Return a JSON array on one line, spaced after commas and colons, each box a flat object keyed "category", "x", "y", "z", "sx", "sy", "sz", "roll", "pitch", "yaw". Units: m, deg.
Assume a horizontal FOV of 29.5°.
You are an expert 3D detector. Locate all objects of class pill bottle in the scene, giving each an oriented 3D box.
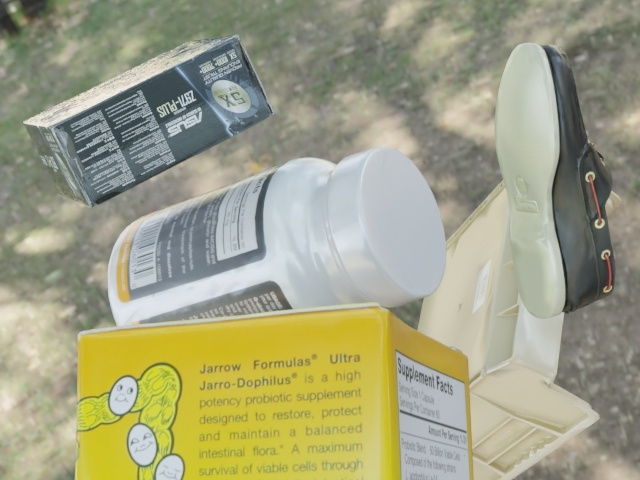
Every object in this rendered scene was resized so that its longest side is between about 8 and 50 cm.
[{"category": "pill bottle", "x": -0.040, "y": 0.020, "z": 1.074, "sx": 0.278, "sy": 0.162, "sz": 0.162, "roll": -17, "pitch": 33, "yaw": 33}]

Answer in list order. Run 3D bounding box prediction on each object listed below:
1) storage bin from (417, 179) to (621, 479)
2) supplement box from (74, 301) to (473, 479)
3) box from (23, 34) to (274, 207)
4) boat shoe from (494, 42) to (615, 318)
[{"category": "storage bin", "x": 0.196, "y": 0.091, "z": 1.272, "sx": 0.260, "sy": 0.123, "sz": 0.262, "roll": 127, "pitch": 163, "yaw": -54}, {"category": "supplement box", "x": -0.018, "y": 0.233, "z": 0.716, "sx": 0.195, "sy": 0.194, "sz": 0.357, "roll": -6, "pitch": 75, "yaw": 19}, {"category": "box", "x": -0.154, "y": -0.107, "z": 1.070, "sx": 0.180, "sy": 0.077, "sz": 0.147, "roll": -29, "pitch": 16, "yaw": -17}, {"category": "boat shoe", "x": 0.112, "y": -0.030, "z": 0.574, "sx": 0.042, "sy": 0.133, "sz": 0.049, "roll": -15, "pitch": 18, "yaw": -19}]
